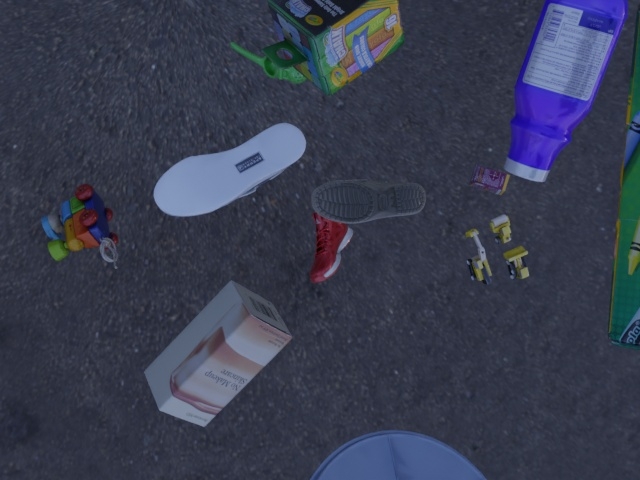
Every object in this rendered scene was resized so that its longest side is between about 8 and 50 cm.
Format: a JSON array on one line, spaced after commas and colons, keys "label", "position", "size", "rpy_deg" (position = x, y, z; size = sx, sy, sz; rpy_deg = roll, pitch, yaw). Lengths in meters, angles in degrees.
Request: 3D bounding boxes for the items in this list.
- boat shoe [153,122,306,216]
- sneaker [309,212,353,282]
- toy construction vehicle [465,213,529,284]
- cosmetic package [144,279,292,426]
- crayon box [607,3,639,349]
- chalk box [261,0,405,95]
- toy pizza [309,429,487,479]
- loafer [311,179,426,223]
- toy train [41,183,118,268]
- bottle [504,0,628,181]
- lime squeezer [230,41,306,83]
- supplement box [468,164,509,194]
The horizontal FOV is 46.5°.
[{"label": "boat shoe", "position": [-0.169, -0.126, 1.399], "size": [0.301, 0.102, 0.108], "rpy_deg": [-30, 87, -16]}, {"label": "sneaker", "position": [0.000, 0.000, 1.915], "size": [0.087, 0.221, 0.128], "rpy_deg": [-18, 120, 32]}, {"label": "toy construction vehicle", "position": [0.249, 0.019, 1.041], "size": [0.085, 0.035, 0.098], "rpy_deg": [-20, 105, -12]}, {"label": "cosmetic package", "position": [-0.226, 0.252, 1.646], "size": [0.296, 0.129, 0.153], "rpy_deg": [-47, 134, 10]}, {"label": "crayon box", "position": [0.328, -0.048, 0.626], "size": [0.165, 0.081, 0.279], "rpy_deg": [4, 92, -42]}, {"label": "chalk box", "position": [0.013, -0.456, 1.625], "size": [0.289, 0.180, 0.179], "rpy_deg": [-36, 147, -9]}, {"label": "toy pizza", "position": [0.072, 0.262, 0.628], "size": [0.201, 0.201, 0.032], "rpy_deg": [8, 147, -14]}, {"label": "loafer", "position": [0.107, -0.092, 1.736], "size": [0.268, 0.092, 0.102], "rpy_deg": [0, 94, -10]}, {"label": "toy train", "position": [-0.524, 0.001, 1.615], "size": [0.143, 0.248, 0.105], "rpy_deg": [-27, 138, 2]}, {"label": "bottle", "position": [0.350, -0.229, 1.099], "size": [0.118, 0.092, 0.283], "rpy_deg": [21, 109, 16]}, {"label": "lime squeezer", "position": [-0.085, -0.432, 1.799], "size": [0.310, 0.110, 0.059], "rpy_deg": [11, 148, 8]}, {"label": "supplement box", "position": [0.404, -0.144, 1.788], "size": [0.083, 0.055, 0.043], "rpy_deg": [18, 84, 5]}]
